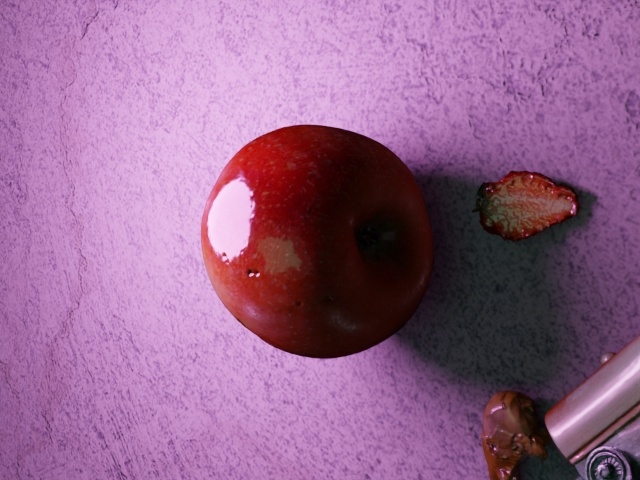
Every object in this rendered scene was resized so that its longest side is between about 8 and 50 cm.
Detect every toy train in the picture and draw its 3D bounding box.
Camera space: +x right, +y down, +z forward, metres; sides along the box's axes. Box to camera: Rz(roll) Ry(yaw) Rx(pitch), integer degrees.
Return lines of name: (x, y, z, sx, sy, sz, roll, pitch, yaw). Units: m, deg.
toy train: (0.418, 0.216, 1.006, 0.285, 0.116, 0.177, -51, 43, 26)

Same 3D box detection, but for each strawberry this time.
strawberry: (0.295, -0.048, 1.121, 0.152, 0.048, 0.104, 3, 87, 21)

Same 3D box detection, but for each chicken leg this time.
chicken leg: (0.280, 0.317, 1.130, 0.101, 0.085, 0.208, 10, 106, 23)

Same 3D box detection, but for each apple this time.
apple: (0.000, 0.000, 1.156, 0.276, 0.348, 0.349, -2, 91, 53)
